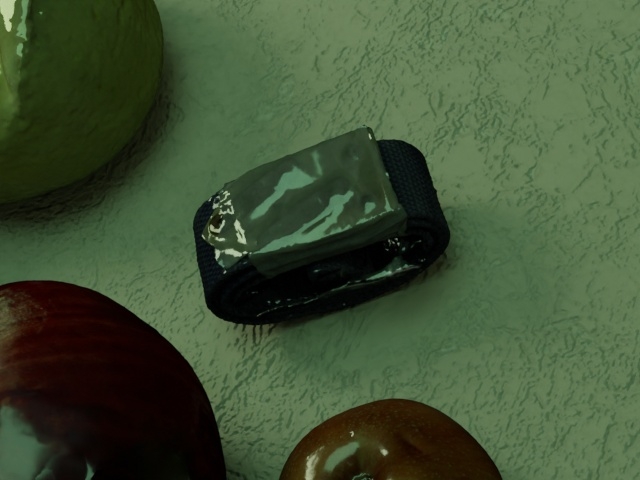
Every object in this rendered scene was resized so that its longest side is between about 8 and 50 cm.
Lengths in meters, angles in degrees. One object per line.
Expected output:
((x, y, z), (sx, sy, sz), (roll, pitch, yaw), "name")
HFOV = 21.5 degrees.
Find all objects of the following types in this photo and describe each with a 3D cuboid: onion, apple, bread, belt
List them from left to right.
((-0.317, -0.192, 1.720), (0.320, 0.237, 0.321), (-17, 57, 28), "bread")
((-0.223, 0.212, 1.378), (0.341, 0.341, 0.341), (-9, 56, 14), "onion")
((0.000, 0.000, 1.537), (0.230, 0.140, 0.126), (-18, 54, 5), "belt")
((0.056, 0.220, 1.364), (0.201, 0.162, 0.201), (-8, 59, 14), "apple")
